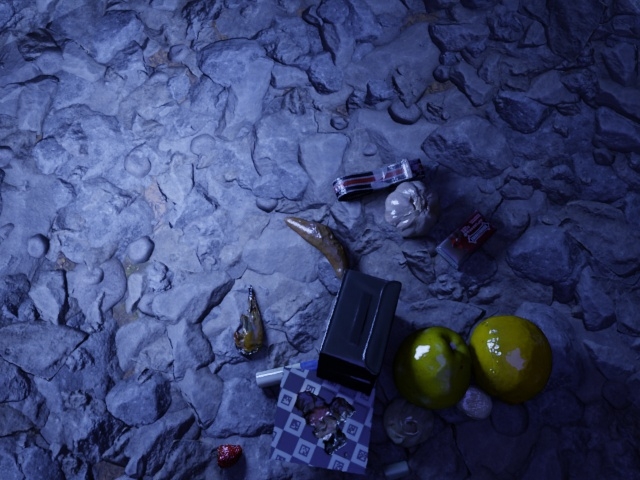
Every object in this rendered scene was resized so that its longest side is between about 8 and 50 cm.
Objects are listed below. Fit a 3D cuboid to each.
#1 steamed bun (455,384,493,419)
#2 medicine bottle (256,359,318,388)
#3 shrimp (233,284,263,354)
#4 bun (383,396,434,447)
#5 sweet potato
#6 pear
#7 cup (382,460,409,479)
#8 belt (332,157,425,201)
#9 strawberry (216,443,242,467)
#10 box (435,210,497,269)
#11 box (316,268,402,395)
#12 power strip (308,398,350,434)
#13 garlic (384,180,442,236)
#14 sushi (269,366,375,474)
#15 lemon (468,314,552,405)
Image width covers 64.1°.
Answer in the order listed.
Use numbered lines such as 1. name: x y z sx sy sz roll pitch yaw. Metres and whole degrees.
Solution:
1. steamed bun: 0.547 0.574 1.827 0.130 0.091 0.112 23 82 4
2. medicine bottle: -0.118 0.491 1.882 0.231 0.059 0.059 -12 76 -1
3. shrimp: -0.283 0.300 1.933 0.118 0.066 0.261 -12 74 -2
4. bun: 0.313 0.640 1.812 0.184 0.102 0.183 0 73 1
5. sweet potato: 0.004 -0.001 1.988 0.341 0.092 0.114 45 98 12
6. pear: 0.385 0.443 1.773 0.295 0.294 0.293 0 76 1
7. cup: 0.268 0.818 1.793 0.084 0.054 0.074 -13 75 -4
8. belt: 0.229 -0.240 2.035 0.360 0.126 0.094 -15 83 3
9. strawberry: -0.324 0.760 1.814 0.097 0.083 0.083 -27 77 -12
10. box: 0.566 -0.003 1.987 0.224 0.069 0.120 -40 78 -10
11. box: 0.130 0.319 1.782 0.205 0.251 0.344 16 58 6
12. power strip: 0.031 0.632 1.851 0.137 0.044 0.215 28 78 7
13. garlic: 0.361 -0.123 1.968 0.228 0.152 0.227 -1 97 -11
14. sushi: 0.012 0.630 1.802 0.340 0.068 0.319 7 67 2
15. lemon: 0.654 0.407 1.773 0.298 0.297 0.296 0 76 1
